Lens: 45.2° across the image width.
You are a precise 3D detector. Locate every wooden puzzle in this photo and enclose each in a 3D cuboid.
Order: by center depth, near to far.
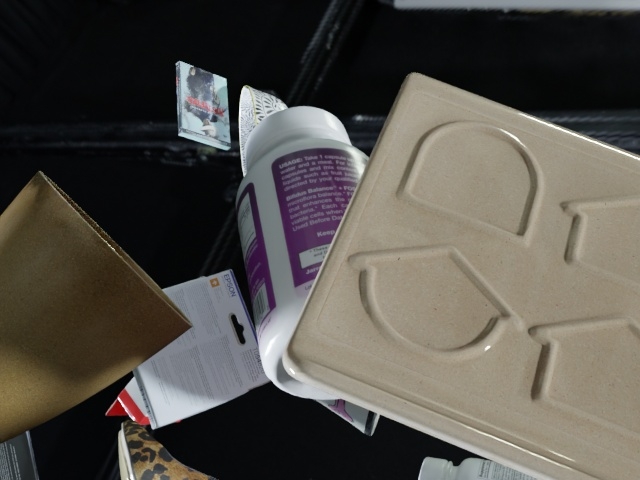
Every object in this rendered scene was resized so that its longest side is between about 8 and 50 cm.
[{"bbox_3d":[0.172,0.035,0.630,0.322,0.080,0.347,22,-126,4],"label":"wooden puzzle"}]

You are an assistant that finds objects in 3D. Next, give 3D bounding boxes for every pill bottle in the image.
[{"bbox_3d":[0.000,0.000,0.819,0.169,0.169,0.301,-24,-130,13],"label":"pill bottle"},{"bbox_3d":[0.314,0.470,1.339,0.283,0.160,0.160,6,-116,18],"label":"pill bottle"}]

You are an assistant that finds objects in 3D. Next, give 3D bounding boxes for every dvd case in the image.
[{"bbox_3d":[-0.172,-0.198,1.131,0.013,0.087,0.119,-23,-117,42],"label":"dvd case"}]

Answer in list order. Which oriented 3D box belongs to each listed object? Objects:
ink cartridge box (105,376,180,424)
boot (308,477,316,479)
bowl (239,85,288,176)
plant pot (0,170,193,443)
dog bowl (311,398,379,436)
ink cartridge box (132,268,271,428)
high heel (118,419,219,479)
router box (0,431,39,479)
[{"bbox_3d":[-0.289,0.278,1.480,0.078,0.134,0.231,45,-78,26],"label":"ink cartridge box"},{"bbox_3d":[-0.049,0.471,1.090,0.094,0.246,0.207,35,-123,27],"label":"boot"},{"bbox_3d":[-0.073,-0.153,1.182,0.080,0.170,0.170,-4,-126,-14],"label":"bowl"},{"bbox_3d":[-0.312,0.095,0.829,0.254,0.237,0.237,-44,-128,-10],"label":"plant pot"},{"bbox_3d":[0.074,0.087,1.209,0.150,0.408,0.407,18,-111,9],"label":"dog bowl"},{"bbox_3d":[-0.222,0.184,1.342,0.224,0.045,0.223,-16,-99,-30],"label":"ink cartridge box"},{"bbox_3d":[-0.129,0.288,0.905,0.186,0.093,0.261,-11,-144,-25],"label":"high heel"},{"bbox_3d":[-0.499,0.350,1.226,0.081,0.243,0.308,-12,-121,-23],"label":"router box"}]
